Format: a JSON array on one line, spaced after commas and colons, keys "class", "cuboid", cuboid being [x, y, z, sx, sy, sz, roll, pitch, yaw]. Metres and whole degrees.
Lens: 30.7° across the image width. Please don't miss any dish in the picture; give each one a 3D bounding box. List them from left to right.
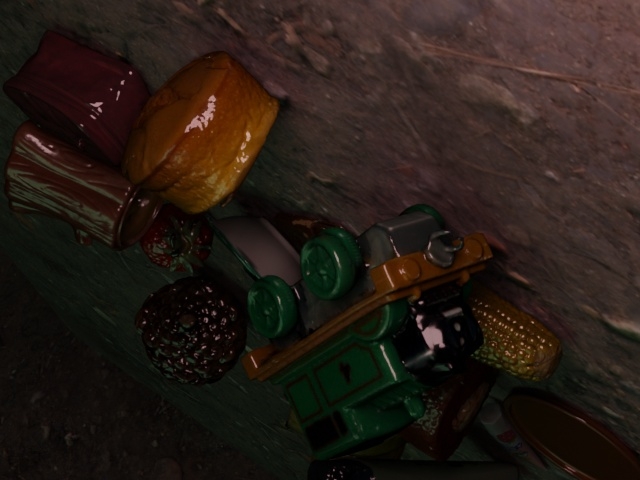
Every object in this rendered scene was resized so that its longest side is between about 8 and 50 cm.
[{"class": "dish", "cuboid": [-0.083, 0.027, 1.857, 0.224, 0.078, 0.246, 47, 174, 10]}]

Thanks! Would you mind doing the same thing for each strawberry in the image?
[{"class": "strawberry", "cuboid": [-0.263, -0.007, 2.072, 0.131, 0.131, 0.148, 48, 158, -24]}]

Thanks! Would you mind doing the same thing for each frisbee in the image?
[{"class": "frisbee", "cuboid": [0.381, 0.305, 1.735, 0.250, 0.021, 0.251, 35, 160, 15]}]

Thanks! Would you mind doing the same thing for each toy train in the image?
[{"class": "toy train", "cuboid": [0.059, 0.117, 1.435, 0.429, 0.178, 0.249, -37, 72, 51]}]

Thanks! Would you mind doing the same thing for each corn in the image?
[{"class": "corn", "cuboid": [0.191, 0.098, 1.506, 0.261, 0.097, 0.097, 28, 159, 26]}]

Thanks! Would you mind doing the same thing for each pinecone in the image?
[{"class": "pinecone", "cuboid": [-0.254, 0.182, 2.355, 0.224, 0.224, 0.272, 38, 174, 4]}]

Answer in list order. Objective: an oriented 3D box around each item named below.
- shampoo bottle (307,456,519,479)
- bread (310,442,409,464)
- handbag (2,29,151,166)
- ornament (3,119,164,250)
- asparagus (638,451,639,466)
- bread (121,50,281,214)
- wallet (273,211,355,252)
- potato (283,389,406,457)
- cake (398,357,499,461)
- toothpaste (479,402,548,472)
[{"class": "shampoo bottle", "cuboid": [0.164, 0.411, 1.990, 0.359, 0.078, 0.134, 5, 169, -19]}, {"class": "bread", "cuboid": [0.073, 0.423, 2.269, 0.139, 0.240, 0.240, 13, 151, 27]}, {"class": "handbag", "cuboid": [-0.366, -0.213, 1.778, 0.225, 0.135, 0.146, 28, 163, 27]}, {"class": "ornament", "cuboid": [-0.385, -0.101, 1.950, 0.217, 0.221, 0.235, 28, 180, 10]}, {"class": "asparagus", "cuboid": [0.441, 0.274, 1.532, 0.036, 0.030, 0.165, 19, 156, 15]}, {"class": "bread", "cuboid": [-0.158, -0.135, 1.475, 0.142, 0.195, 0.269, 34, 166, -14]}, {"class": "wallet", "cuboid": [0.000, 0.000, 1.742, 0.176, 0.026, 0.095, 14, 151, 54]}, {"class": "potato", "cuboid": [0.066, 0.263, 1.960, 0.242, 0.242, 0.285, 35, 157, 13]}, {"class": "cake", "cuboid": [0.157, 0.202, 1.676, 0.151, 0.177, 0.283, 33, 162, 19]}, {"class": "toothpaste", "cuboid": [0.309, 0.322, 1.887, 0.067, 0.043, 0.194, 19, 158, 42]}]
